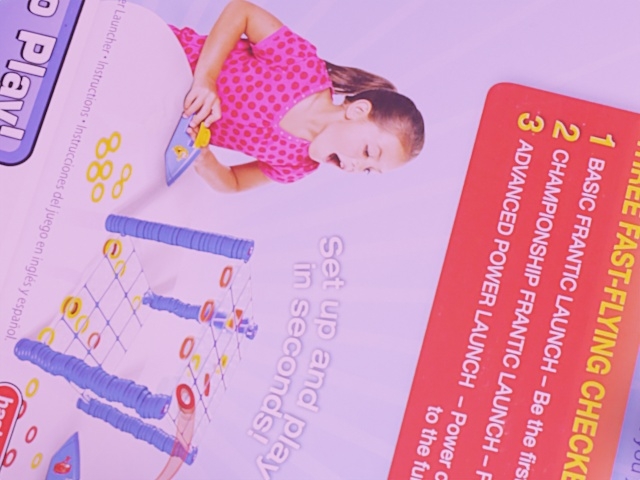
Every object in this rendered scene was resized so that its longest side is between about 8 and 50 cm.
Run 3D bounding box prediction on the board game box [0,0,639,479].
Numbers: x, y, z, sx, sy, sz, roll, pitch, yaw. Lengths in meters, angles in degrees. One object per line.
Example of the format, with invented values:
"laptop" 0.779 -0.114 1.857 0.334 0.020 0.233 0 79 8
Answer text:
"board game box" 0.000 0.000 0.587 0.302 0.086 0.308 15 70 5
